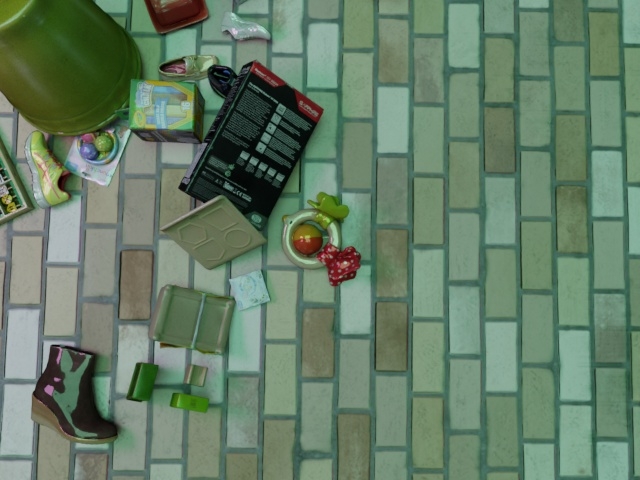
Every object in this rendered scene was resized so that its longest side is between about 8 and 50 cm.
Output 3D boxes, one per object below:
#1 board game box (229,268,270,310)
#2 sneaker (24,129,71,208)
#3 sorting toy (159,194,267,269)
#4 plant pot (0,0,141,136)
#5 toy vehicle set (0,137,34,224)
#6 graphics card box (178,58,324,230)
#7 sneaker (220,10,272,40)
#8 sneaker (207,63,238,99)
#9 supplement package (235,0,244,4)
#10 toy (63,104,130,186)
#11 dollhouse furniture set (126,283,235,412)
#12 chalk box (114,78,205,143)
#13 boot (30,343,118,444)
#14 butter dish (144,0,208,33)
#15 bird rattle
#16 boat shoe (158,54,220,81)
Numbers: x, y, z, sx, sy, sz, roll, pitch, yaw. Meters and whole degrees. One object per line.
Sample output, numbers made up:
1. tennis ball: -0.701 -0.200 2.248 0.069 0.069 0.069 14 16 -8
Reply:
1. board game box: -0.191 0.134 1.329 0.090 0.020 0.090 -18 87 -2
2. sneaker: -0.725 -0.194 1.321 0.094 0.081 0.209 -11 94 -7
3. sorting toy: -0.267 -0.019 1.245 0.193 0.208 0.038 -25 46 17
4. plant pot: -0.679 -0.492 1.171 0.366 0.353 0.367 -1 78 4
5. toy vehicle set: -0.916 -0.169 1.332 0.166 0.035 0.267 -27 87 -2
6. graphics card box: -0.175 -0.237 1.269 0.232 0.094 0.371 28 85 -31
7. sneaker: -0.206 -0.580 1.363 0.152 0.053 0.061 23 96 7
8. sneaker: -0.210 -0.392 1.311 0.216 0.121 0.079 28 87 1
9. supplement package: -0.229 -0.830 1.299 0.198 0.199 0.263 -36 87 -2
10. toy: -0.605 -0.282 1.333 0.136 0.056 0.237 22 86 1
11. dollhouse furniture set: -0.365 0.284 1.297 0.197 0.151 0.302 17 68 -20
12. chalk box: -0.426 -0.339 1.298 0.213 0.132 0.132 3 87 -3
13. boot: -0.621 0.398 1.272 0.248 0.090 0.207 17 88 4
14. butter dish: -0.408 -0.672 1.328 0.159 0.118 0.160 -20 87 -1
15. bird rattle: 0.000 0.000 1.313 0.206 0.143 0.254 -7 100 10
16. boat shoe: -0.362 -0.476 1.346 0.170 0.059 0.063 -16 87 -2
